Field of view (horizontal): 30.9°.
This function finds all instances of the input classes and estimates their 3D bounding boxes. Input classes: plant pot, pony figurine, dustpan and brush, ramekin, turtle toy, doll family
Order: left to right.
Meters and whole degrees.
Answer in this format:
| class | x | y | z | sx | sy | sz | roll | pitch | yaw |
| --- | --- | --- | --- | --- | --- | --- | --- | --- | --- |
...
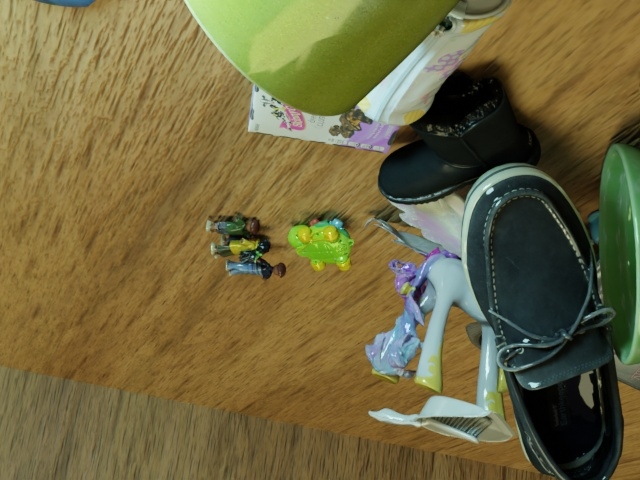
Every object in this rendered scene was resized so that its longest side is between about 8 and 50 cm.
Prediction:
| class | x | y | z | sx | sy | sz | roll | pitch | yaw |
| --- | --- | --- | --- | --- | --- | --- | --- | --- | --- |
| doll family | -0.128 | 0.018 | 2.083 | 0.111 | 0.076 | 0.193 | -3 | 161 | 13 |
| turtle toy | 0.000 | 0.000 | 1.992 | 0.130 | 0.066 | 0.095 | -1 | 134 | 26 |
| plant pot | 0.054 | -0.302 | 1.025 | 0.293 | 0.275 | 0.275 | -32 | 139 | 33 |
| dustpan and brush | 0.173 | 0.269 | 1.738 | 0.211 | 0.060 | 0.147 | 16 | 164 | 28 |
| pony figurine | 0.214 | 0.064 | 1.801 | 0.351 | 0.363 | 0.303 | 23 | 166 | 4 |
| ramekin | 0.478 | 0.015 | 1.582 | 0.148 | 0.303 | 0.303 | -3 | 157 | 5 |

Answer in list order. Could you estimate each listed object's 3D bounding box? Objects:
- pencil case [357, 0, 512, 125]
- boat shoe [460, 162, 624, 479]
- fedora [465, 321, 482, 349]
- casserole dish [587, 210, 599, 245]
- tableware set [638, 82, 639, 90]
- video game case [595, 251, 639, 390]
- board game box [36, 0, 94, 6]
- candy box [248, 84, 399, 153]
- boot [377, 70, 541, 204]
| class | x | y | z | sx | sy | sz | roll | pitch | yaw |
| --- | --- | --- | --- | --- | --- | --- | --- | --- | --- |
| pencil case | 0.119 | -0.231 | 1.307 | 0.113 | 0.124 | 0.273 | 12 | 159 | -12 |
| boat shoe | 0.321 | 0.130 | 1.605 | 0.187 | 0.500 | 0.156 | -17 | -159 | -3 |
| fedora | 0.393 | 0.135 | 2.123 | 0.244 | 0.124 | 0.275 | 10 | 161 | -3 |
| casserole dish | 0.516 | -0.008 | 1.848 | 0.188 | 0.037 | 0.114 | 12 | 158 | -9 |
| tableware set | 0.449 | -0.209 | 1.387 | 0.104 | 0.024 | 0.154 | 20 | 155 | -28 |
| video game case | 0.517 | 0.147 | 1.908 | 0.274 | 0.026 | 0.196 | 26 | 121 | -12 |
| board game box | -0.307 | -0.323 | 1.342 | 0.133 | 0.033 | 0.168 | 16 | 162 | -32 |
| candy box | 0.010 | -0.191 | 1.510 | 0.196 | 0.070 | 0.165 | 9 | 158 | -4 |
| boot | 0.156 | -0.138 | 1.558 | 0.246 | 0.094 | 0.207 | -11 | 156 | 25 |
